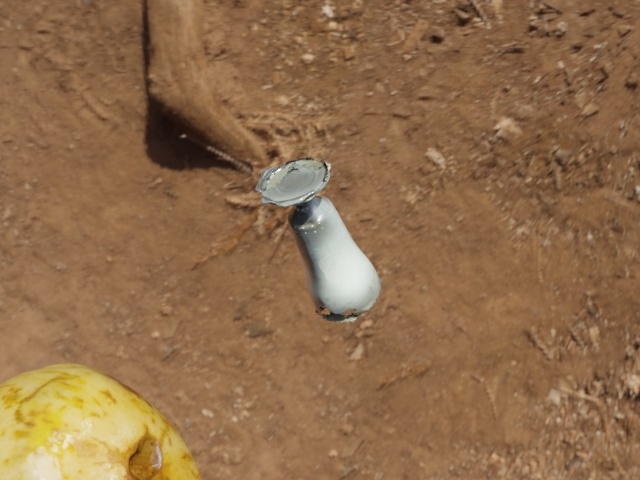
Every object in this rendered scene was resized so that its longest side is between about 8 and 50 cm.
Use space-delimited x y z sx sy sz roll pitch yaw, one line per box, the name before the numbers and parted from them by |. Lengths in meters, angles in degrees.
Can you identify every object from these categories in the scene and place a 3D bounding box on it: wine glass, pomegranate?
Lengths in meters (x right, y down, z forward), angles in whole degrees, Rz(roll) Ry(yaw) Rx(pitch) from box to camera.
wine glass | 0.000 0.000 0.877 0.072 0.072 0.155 -6 133 23
pomegranate | -0.206 0.210 0.755 0.215 0.215 0.215 5 105 21
